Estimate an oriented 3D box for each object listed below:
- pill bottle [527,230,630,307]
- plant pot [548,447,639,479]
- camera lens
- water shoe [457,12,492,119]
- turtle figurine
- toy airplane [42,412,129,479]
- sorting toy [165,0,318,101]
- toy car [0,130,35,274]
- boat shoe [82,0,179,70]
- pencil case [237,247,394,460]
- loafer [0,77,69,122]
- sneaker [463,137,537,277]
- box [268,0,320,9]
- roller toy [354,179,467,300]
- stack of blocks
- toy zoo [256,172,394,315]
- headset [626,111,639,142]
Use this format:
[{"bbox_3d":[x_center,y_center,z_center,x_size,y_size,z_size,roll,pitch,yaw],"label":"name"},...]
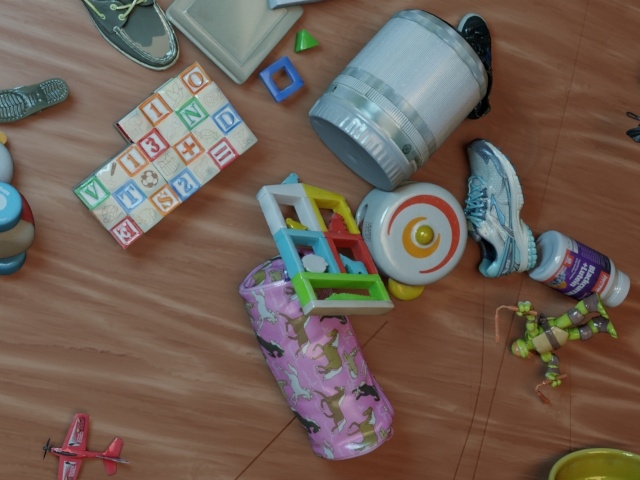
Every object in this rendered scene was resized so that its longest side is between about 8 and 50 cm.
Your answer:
[{"bbox_3d":[0.521,0.064,1.837,0.194,0.108,0.108,24,88,-19],"label":"pill bottle"},{"bbox_3d":[0.585,0.591,1.857,0.254,0.254,0.239,-10,115,-17],"label":"plant pot"},{"bbox_3d":[0.143,-0.253,1.622,0.219,0.219,0.274,44,82,-17],"label":"camera lens"},{"bbox_3d":[0.304,-0.332,1.740,0.073,0.080,0.203,-3,97,-18],"label":"water shoe"},{"bbox_3d":[0.475,0.197,1.833,0.217,0.087,0.269,-24,114,13],"label":"turtle figurine"},{"bbox_3d":[-0.411,0.373,1.607,0.151,0.028,0.151,-2,98,-18],"label":"toy airplane"},{"bbox_3d":[-0.152,-0.400,1.603,0.348,0.047,0.196,42,75,-20],"label":"sorting toy"},{"bbox_3d":[-0.568,-0.087,1.449,0.210,0.219,0.238,-4,68,-17],"label":"toy car"},{"bbox_3d":[-0.343,-0.410,1.514,0.109,0.091,0.305,-42,106,-10],"label":"boat shoe"},{"bbox_3d":[-0.002,0.209,1.659,0.160,0.167,0.386,-35,108,-43],"label":"pencil case"},{"bbox_3d":[-0.484,-0.229,1.512,0.148,0.050,0.056,-13,97,-1],"label":"loafer"},{"bbox_3d":[0.326,-0.056,1.763,0.122,0.110,0.283,-23,102,-11],"label":"sneaker"},{"bbox_3d":[-0.042,-0.512,1.610,0.145,0.038,0.186,-16,96,-27],"label":"box"},{"bbox_3d":[0.166,-0.014,1.693,0.209,0.146,0.191,-43,106,-9],"label":"roller toy"},{"bbox_3d":[-0.280,-0.146,1.565,0.297,0.087,0.171,-41,106,-10],"label":"stack of blocks"},{"bbox_3d":[0.000,0.000,1.603,0.192,0.030,0.293,5,52,-42],"label":"toy zoo"},{"bbox_3d":[0.770,-0.286,1.843,0.394,0.185,0.243,-28,103,-25],"label":"headset"}]
